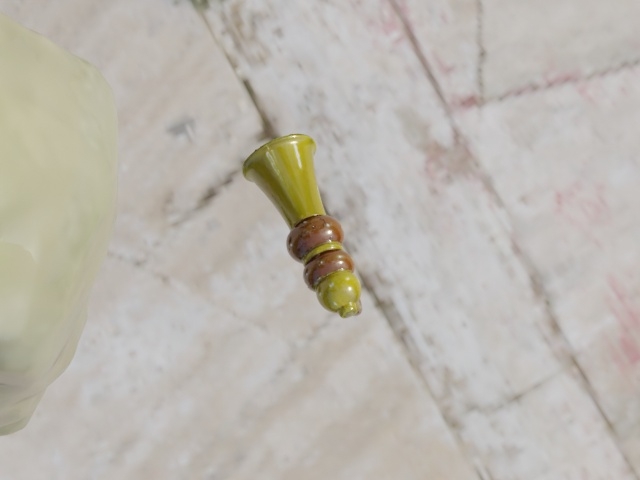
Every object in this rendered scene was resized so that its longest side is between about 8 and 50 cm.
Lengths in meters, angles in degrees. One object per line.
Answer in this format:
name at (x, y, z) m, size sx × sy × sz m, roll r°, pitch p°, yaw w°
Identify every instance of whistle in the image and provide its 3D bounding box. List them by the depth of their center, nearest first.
whistle at (-0.006, 0.000, 1.082) m, size 0.046 × 0.109 × 0.057 m, roll -16°, pitch 159°, yaw -19°

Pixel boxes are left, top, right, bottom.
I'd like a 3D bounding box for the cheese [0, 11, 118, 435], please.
cheese at (-0.224, -0.011, 0.597) m, size 0.318 × 0.115 × 0.326 m, roll -7°, pitch 156°, yaw 27°
